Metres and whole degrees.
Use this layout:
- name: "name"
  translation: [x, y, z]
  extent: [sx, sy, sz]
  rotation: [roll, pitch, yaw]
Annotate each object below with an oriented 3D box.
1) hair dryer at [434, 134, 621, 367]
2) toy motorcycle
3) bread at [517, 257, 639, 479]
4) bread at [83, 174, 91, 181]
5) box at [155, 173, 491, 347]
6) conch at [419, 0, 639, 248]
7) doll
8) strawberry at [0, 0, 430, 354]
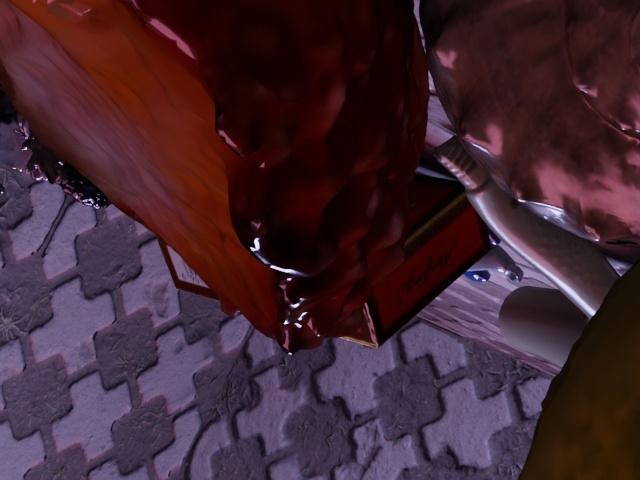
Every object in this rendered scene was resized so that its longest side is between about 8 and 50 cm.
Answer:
- name: "hair dryer"
  translation: [0.184, 0.037, 1.142]
  extent: [0.298, 0.119, 0.296]
  rotation: [38, 168, -2]
- name: "toy motorcycle"
  translation: [-0.268, -0.113, 1.342]
  extent: [0.207, 0.134, 0.401]
  rotation: [30, -158, -29]
- name: "bread"
  translation: [0.227, 0.131, 0.441]
  extent: [0.348, 0.348, 0.308]
  rotation: [28, 180, -21]
- name: "bread"
  translation: [-0.124, -0.089, 1.157]
  extent: [0.260, 0.147, 0.160]
  rotation: [29, 172, -35]
- name: "box"
  translation: [0.000, -0.001, 1.217]
  extent: [0.240, 0.153, 0.074]
  rotation: [14, 127, 43]
- name: "conch"
  translation: [0.097, -0.075, 0.476]
  extent: [0.207, 0.130, 0.155]
  rotation: [-64, -47, -77]
- name: "doll"
  translation: [0.093, -0.016, 1.293]
  extent: [0.195, 0.070, 0.096]
  rotation: [29, 147, 15]
- name: "strawberry"
  translation: [-0.042, -0.090, 0.544]
  extent: [0.265, 0.149, 0.336]
  rotation: [48, 171, -11]
